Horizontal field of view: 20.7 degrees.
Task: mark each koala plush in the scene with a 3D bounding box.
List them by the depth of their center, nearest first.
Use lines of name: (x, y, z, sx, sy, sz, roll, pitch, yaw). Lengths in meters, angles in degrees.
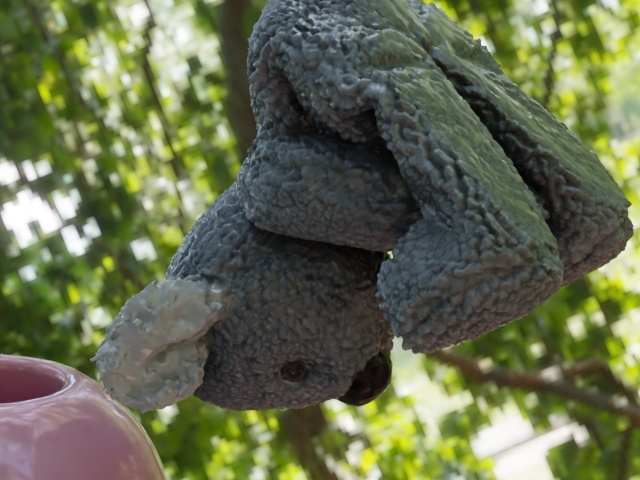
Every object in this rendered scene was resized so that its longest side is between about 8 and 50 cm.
koala plush: (0.000, 0.000, 0.865, 0.221, 0.203, 0.196, -45, -11, 24)

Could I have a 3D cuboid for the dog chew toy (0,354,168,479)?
dog chew toy: (-0.183, 0.233, 0.932, 0.207, 0.332, 0.206, 3, 11, -1)
